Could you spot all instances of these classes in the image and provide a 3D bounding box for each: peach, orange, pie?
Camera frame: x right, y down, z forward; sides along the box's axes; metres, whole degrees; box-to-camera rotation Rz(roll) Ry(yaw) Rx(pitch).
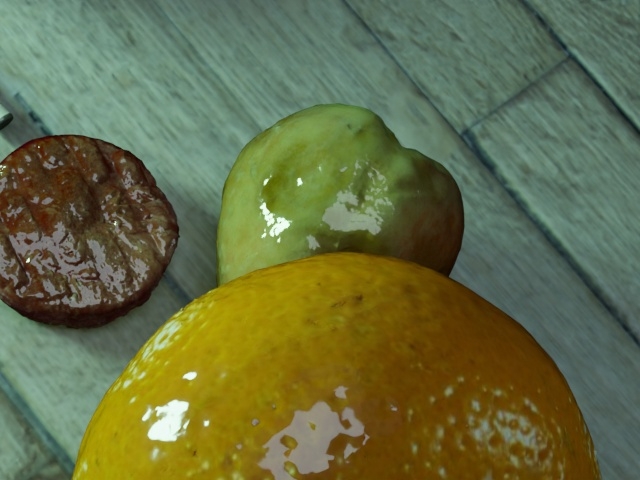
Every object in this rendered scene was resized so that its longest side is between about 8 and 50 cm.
[{"bbox_3d":[0.000,0.000,1.498,0.214,0.214,0.235,42,78,4],"label":"peach"},{"bbox_3d":[0.007,0.213,1.295,0.424,0.326,0.424,-5,100,-33],"label":"orange"},{"bbox_3d":[-0.215,-0.010,1.505,0.182,0.049,0.182,6,65,-14],"label":"pie"}]

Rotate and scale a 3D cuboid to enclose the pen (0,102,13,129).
[{"bbox_3d":[-0.352,-0.174,1.549,0.204,0.025,0.025,45,61,6],"label":"pen"}]
